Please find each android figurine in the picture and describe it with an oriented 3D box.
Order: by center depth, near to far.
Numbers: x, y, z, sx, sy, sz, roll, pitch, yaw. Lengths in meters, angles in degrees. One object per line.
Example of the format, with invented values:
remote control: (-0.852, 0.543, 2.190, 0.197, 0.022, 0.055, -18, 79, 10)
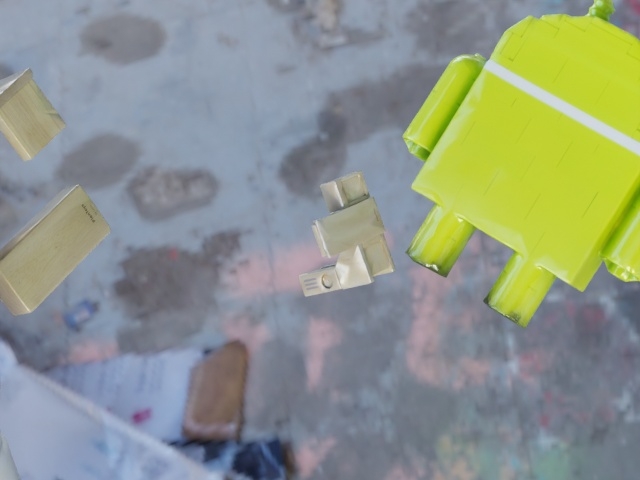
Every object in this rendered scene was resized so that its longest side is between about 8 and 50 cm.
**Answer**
android figurine: (0.190, -0.072, 1.509, 0.248, 0.056, 0.273, 31, 90, 26)

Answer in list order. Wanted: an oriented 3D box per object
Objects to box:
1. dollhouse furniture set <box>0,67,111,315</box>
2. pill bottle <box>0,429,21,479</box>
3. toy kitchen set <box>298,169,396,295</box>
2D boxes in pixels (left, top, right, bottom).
dollhouse furniture set: (-0.280, -0.033, 1.551, 0.123, 0.151, 0.144, -13, 28, 46)
pill bottle: (-0.379, 0.069, 1.399, 0.224, 0.392, 0.224, -14, 25, 7)
toy kitchen set: (0.000, 0.000, 1.418, 0.075, 0.083, 0.068, -14, 7, 44)
